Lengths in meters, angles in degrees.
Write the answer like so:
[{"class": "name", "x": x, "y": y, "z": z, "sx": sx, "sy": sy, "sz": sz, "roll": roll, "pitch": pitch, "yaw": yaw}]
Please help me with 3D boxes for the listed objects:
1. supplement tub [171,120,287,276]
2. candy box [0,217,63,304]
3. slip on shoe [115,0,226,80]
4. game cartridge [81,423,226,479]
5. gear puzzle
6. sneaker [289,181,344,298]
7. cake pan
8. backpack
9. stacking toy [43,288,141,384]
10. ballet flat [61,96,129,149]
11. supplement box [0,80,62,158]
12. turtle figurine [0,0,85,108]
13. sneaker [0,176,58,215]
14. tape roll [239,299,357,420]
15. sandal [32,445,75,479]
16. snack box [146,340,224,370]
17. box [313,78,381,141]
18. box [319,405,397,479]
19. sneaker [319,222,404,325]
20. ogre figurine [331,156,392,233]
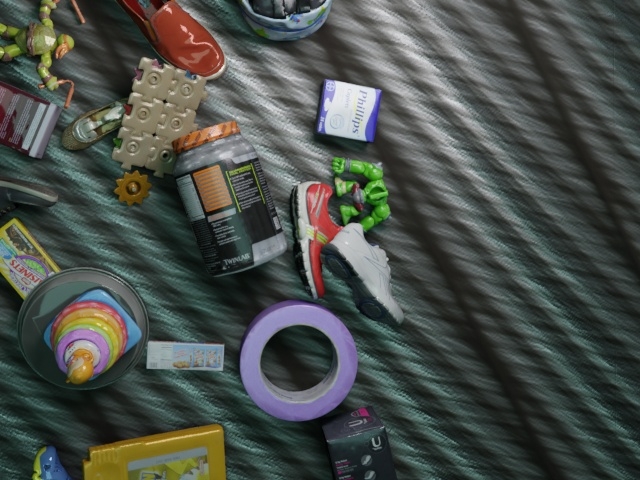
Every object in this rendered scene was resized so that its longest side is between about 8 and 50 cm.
[{"class": "supplement tub", "x": -0.209, "y": -0.093, "z": 1.648, "sx": 0.194, "sy": 0.193, "sz": 0.315, "roll": -18, "pitch": 96, "yaw": -5}, {"class": "candy box", "x": -0.671, "y": 0.059, "z": 1.686, "sx": 0.105, "sy": 0.027, "sz": 0.206, "roll": -38, "pitch": 98, "yaw": -1}, {"class": "slip on shoe", "x": -0.345, "y": -0.488, "z": 1.650, "sx": 0.123, "sy": 0.101, "sz": 0.331, "roll": -45, "pitch": 99, "yaw": -4}, {"class": "game cartridge", "x": -0.375, "y": 0.591, "z": 1.701, "sx": 0.324, "sy": 0.053, "sz": 0.285, "roll": -5, "pitch": 95, "yaw": -27}, {"class": "gear puzzle", "x": -0.381, "y": -0.235, "z": 1.674, "sx": 0.176, "sy": 0.044, "sz": 0.338, "roll": 12, "pitch": 106, "yaw": -34}, {"class": "sneaker", "x": 0.000, "y": 0.000, "z": 1.728, "sx": 0.119, "sy": 0.107, "sz": 0.278, "roll": -5, "pitch": 96, "yaw": -13}, {"class": "cake pan", "x": -0.542, "y": 0.209, "z": 1.684, "sx": 0.293, "sy": 0.054, "sz": 0.293, "roll": -2, "pitch": 99, "yaw": -11}, {"class": "backpack", "x": -0.081, "y": -0.622, "z": 1.615, "sx": 0.290, "sy": 0.273, "sz": 0.355, "roll": -8, "pitch": 73, "yaw": -9}, {"class": "stacking toy", "x": -0.483, "y": 0.227, "z": 1.514, "sx": 0.175, "sy": 0.302, "sz": 0.165, "roll": -40, "pitch": 104, "yaw": -2}, {"class": "ballet flat", "x": -0.495, "y": -0.269, "z": 1.663, "sx": 0.206, "sy": 0.067, "sz": 0.073, "roll": -31, "pitch": 97, "yaw": -4}, {"class": "supplement box", "x": -0.716, "y": -0.286, "z": 1.632, "sx": 0.240, "sy": 0.073, "sz": 0.130, "roll": 23, "pitch": 90, "yaw": -9}, {"class": "turtle figurine", "x": -0.633, "y": -0.419, "z": 1.611, "sx": 0.218, "sy": 0.087, "sz": 0.269, "roll": -2, "pitch": 83, "yaw": -4}, {"class": "sneaker", "x": -0.704, "y": -0.078, "z": 1.653, "sx": 0.222, "sy": 0.083, "sz": 0.118, "roll": 12, "pitch": 99, "yaw": 0}, {"class": "tape roll", "x": -0.054, "y": 0.281, "z": 1.747, "sx": 0.275, "sy": 0.090, "sz": 0.274, "roll": -1, "pitch": 95, "yaw": -7}, {"class": "sandal", "x": -0.566, "y": 0.610, "z": 1.700, "sx": 0.138, "sy": 0.126, "sz": 0.317, "roll": -20, "pitch": 104, "yaw": -11}, {"class": "snack box", "x": -0.319, "y": 0.273, "z": 1.747, "sx": 0.178, "sy": 0.022, "sz": 0.064, "roll": 3, "pitch": 93, "yaw": -7}, {"class": "box", "x": 0.063, "y": -0.301, "z": 1.727, "sx": 0.137, "sy": 0.072, "sz": 0.126, "roll": 9, "pitch": 94, "yaw": -8}, {"class": "box", "x": 0.101, "y": 0.556, "z": 1.747, "sx": 0.144, "sy": 0.165, "sz": 0.270, "roll": -14, "pitch": 96, "yaw": -5}, {"class": "sneaker", "x": 0.124, "y": 0.085, "z": 1.728, "sx": 0.129, "sy": 0.111, "sz": 0.297, "roll": -53, "pitch": 124, "yaw": -29}, {"class": "ogre figurine", "x": 0.100, "y": -0.103, "z": 1.736, "sx": 0.118, "sy": 0.097, "sz": 0.196, "roll": -10, "pitch": 84, "yaw": 5}]
